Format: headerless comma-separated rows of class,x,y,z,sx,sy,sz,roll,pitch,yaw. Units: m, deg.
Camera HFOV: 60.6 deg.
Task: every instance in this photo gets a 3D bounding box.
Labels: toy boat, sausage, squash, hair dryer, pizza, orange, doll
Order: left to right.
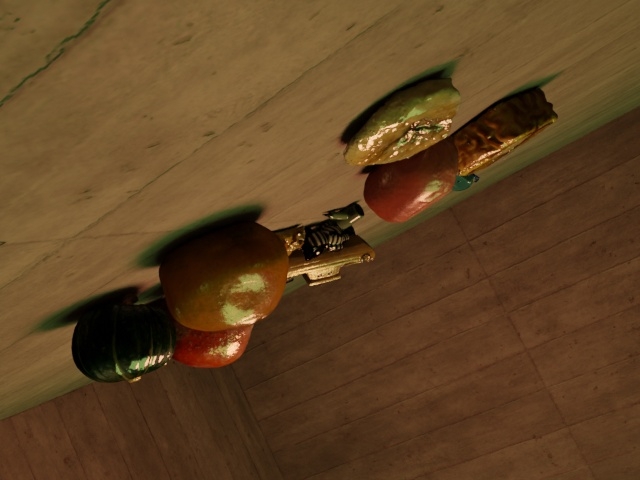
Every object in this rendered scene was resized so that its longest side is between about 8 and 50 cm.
squash,-0.410,0.210,1.148,0.218,0.173,0.218,-27,171,-5
orange,-0.171,0.076,1.019,0.248,0.183,0.249,-27,175,-2
pizza,-0.120,0.026,1.367,0.197,0.058,0.292,-26,173,-14
doll,0.000,0.000,1.501,0.067,0.091,0.219,-34,169,36
toy boat,0.010,0.064,1.599,0.320,0.122,0.089,-10,-150,-19
hair dryer,0.049,-0.068,1.438,0.071,0.048,0.150,-33,160,30
sausage,0.177,-0.119,1.094,0.148,0.148,0.254,-24,175,-25
toy boat,0.447,-0.211,1.719,0.110,0.091,0.175,-53,-178,-11

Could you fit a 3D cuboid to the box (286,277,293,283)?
box,-0.135,0.117,1.980,0.099,0.074,0.054,-19,156,-48

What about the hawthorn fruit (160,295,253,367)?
hawthorn fruit,-0.280,0.197,1.328,0.235,0.231,0.263,-58,162,20

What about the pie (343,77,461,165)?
pie,0.119,-0.169,0.838,0.184,0.052,0.218,-22,172,5

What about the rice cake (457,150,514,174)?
rice cake,0.431,-0.229,1.557,0.364,0.056,0.072,-22,166,-38

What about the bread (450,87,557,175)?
bread,0.393,-0.236,1.215,0.181,0.096,0.222,-26,173,-32

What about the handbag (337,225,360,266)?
handbag,0.035,0.037,1.747,0.207,0.127,0.229,-36,159,-7

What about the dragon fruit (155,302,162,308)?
dragon fruit,-0.416,0.236,1.491,0.135,0.137,0.236,-1,-177,4
